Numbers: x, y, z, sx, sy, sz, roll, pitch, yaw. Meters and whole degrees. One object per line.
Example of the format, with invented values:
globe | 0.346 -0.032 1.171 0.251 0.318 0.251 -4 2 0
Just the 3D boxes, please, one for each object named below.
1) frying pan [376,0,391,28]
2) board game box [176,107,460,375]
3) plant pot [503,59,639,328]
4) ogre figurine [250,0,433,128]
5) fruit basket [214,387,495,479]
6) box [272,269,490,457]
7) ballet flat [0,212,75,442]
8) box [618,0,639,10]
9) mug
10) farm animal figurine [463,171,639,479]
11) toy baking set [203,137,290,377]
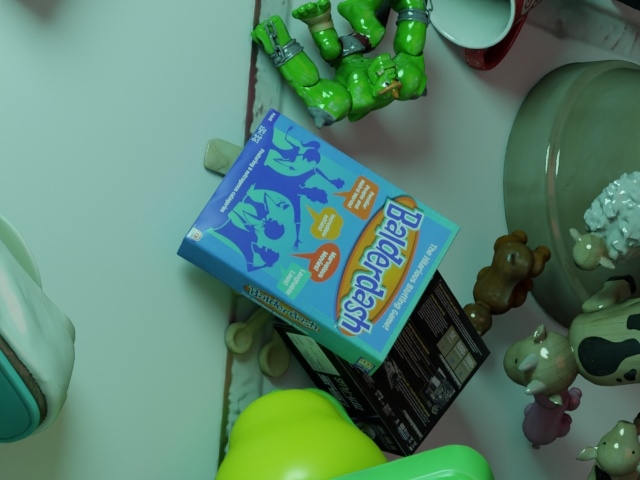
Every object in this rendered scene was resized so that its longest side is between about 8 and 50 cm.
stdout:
frying pan | 0.088 -0.393 1.702 0.197 0.053 0.326 -62 165 -60
board game box | 0.000 0.000 1.505 0.210 0.047 0.160 32 65 -2
plant pot | 0.411 -0.058 1.847 0.323 0.280 0.323 5 82 -44
ogre figurine | 0.037 -0.182 1.620 0.197 0.097 0.118 -20 91 -51
fruit basket | -0.005 0.302 1.428 0.392 0.392 0.283 -33 109 -41
box | 0.061 0.094 1.601 0.147 0.077 0.180 -50 123 -24
ballet flat | -0.312 -0.021 1.265 0.139 0.139 0.400 -50 124 -34
box | 0.482 -0.472 1.860 0.395 0.212 0.293 -25 110 -1
mug | 0.192 -0.280 1.791 0.113 0.150 0.169 42 47 9
farm animal figurine | 0.289 0.133 1.695 0.330 0.326 0.172 58 37 -2
toy baking set | -0.026 0.014 1.588 0.196 0.030 0.256 -21 101 -43
